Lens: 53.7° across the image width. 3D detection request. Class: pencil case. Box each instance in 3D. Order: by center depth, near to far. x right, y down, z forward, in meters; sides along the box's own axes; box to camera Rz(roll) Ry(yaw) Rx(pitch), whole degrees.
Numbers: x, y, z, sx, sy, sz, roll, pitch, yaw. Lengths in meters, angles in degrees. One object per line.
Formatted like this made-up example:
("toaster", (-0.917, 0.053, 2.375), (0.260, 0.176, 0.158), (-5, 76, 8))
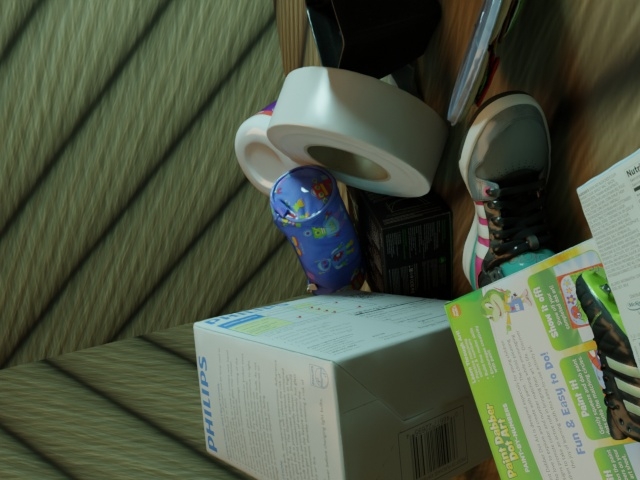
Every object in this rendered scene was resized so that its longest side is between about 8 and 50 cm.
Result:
("pencil case", (0.000, 0.000, 1.178), (0.119, 0.133, 0.306), (41, 164, 36))

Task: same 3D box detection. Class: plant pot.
("plant pot", (0.080, -0.360, 0.991), (0.187, 0.167, 0.188), (110, 145, -76))

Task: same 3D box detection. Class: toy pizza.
("toy pizza", (0.186, -0.222, 0.698), (0.201, 0.032, 0.201), (17, -90, -86))

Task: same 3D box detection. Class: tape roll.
("tape roll", (0.057, -0.168, 1.031), (0.286, 0.286, 0.100), (138, 151, -82))

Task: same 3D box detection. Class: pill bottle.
("pill bottle", (-0.012, -0.230, 1.293), (0.181, 0.323, 0.181), (26, 138, 25))

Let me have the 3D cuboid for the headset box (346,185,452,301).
("headset box", (0.146, -0.011, 1.258), (0.283, 0.131, 0.246), (-114, 12, -55))

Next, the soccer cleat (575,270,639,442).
("soccer cleat", (0.237, 0.107, 0.479), (0.072, 0.060, 0.179), (-45, 60, 35))

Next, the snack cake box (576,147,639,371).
("snack cake box", (0.270, -0.013, 0.337), (0.264, 0.089, 0.152), (126, 133, -70))

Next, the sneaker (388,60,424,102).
("sneaker", (0.142, -0.281, 1.114), (0.061, 0.054, 0.152), (-127, 24, -79))

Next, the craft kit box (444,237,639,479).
("craft kit box", (0.248, 0.132, 0.554), (0.247, 0.061, 0.249), (-32, 66, 43))

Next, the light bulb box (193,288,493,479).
("light bulb box", (0.047, 0.222, 0.990), (0.361, 0.358, 0.225), (1, 97, 52))

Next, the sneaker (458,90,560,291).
("sneaker", (0.225, 0.001, 0.697), (0.178, 0.124, 0.295), (-108, 5, -48))
